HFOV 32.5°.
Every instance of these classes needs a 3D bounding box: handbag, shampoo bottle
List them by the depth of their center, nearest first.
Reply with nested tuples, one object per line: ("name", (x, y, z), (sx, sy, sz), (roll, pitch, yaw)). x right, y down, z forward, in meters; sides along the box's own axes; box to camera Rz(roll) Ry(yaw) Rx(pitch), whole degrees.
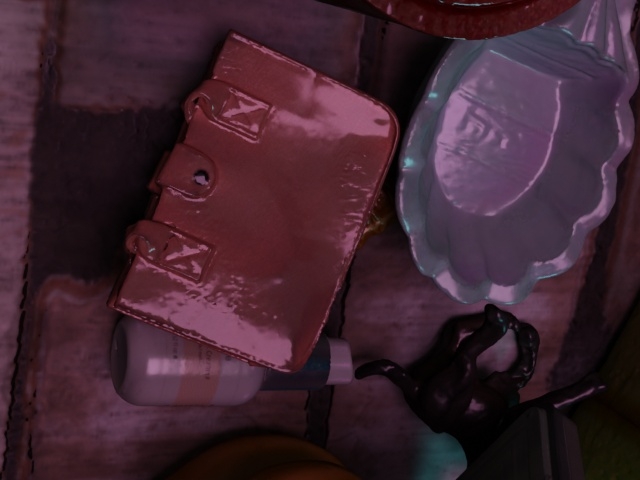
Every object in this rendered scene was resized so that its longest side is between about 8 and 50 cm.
("handbag", (-0.048, -0.025, 0.789), (0.157, 0.059, 0.213), (25, 81, -17))
("shampoo bottle", (-0.062, 0.092, 0.850), (0.192, 0.074, 0.074), (4, 106, -23))

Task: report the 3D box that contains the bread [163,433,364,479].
("bread", (-0.069, 0.287, 0.816), (0.315, 0.270, 0.211), (-45, 103, -7))

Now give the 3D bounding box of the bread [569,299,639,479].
("bread", (0.391, 0.220, 0.927), (0.244, 0.361, 0.233), (29, 94, -26))

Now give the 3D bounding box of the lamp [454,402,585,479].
("lamp", (0.108, 0.282, 0.848), (0.047, 0.266, 0.269), (35, 115, -8))

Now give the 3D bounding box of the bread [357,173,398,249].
("bread", (0.000, 0.000, 0.863), (0.157, 0.044, 0.052), (-37, 124, -7))

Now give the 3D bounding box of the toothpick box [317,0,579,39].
("toothpick box", (0.014, -0.237, 0.625), (0.204, 0.333, 0.204), (-8, 111, -21))

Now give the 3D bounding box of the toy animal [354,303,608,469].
("toy animal", (0.144, 0.138, 0.950), (0.232, 0.084, 0.148), (32, 94, -32))

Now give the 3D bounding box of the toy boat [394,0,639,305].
("toy boat", (0.148, -0.096, 0.863), (0.199, 0.100, 0.290), (19, 100, -28))
